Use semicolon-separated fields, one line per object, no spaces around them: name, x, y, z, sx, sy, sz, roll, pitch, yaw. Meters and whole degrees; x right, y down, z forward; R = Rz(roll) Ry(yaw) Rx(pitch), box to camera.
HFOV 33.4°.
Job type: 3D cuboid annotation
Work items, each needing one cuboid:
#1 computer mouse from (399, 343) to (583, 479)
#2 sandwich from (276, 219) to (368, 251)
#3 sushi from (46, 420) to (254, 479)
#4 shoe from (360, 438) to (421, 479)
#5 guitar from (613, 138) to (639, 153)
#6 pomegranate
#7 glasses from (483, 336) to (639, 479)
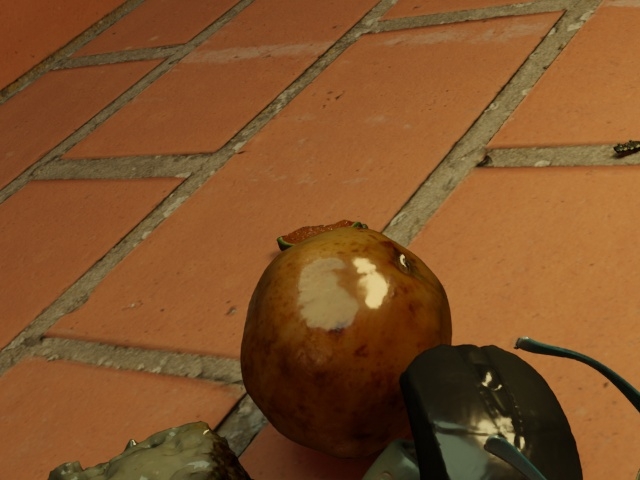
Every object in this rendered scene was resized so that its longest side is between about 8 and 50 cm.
computer mouse;0.154;0.188;0.920;0.138;0.086;0.269;5;48;-15
sandwich;-0.002;0.001;1.506;0.135;0.029;0.067;-11;25;23
sushi;-0.188;0.299;0.995;0.343;0.182;0.196;-24;24;-1
shoe;0.088;0.235;0.974;0.251;0.100;0.103;-29;27;-18
guitar;0.500;-0.168;1.427;0.233;0.025;0.088;-23;30;0
pomegranate;0.028;0.106;1.115;0.248;0.248;0.248;-18;29;10
glasses;0.221;0.190;0.874;0.088;0.221;0.189;-51;7;44
